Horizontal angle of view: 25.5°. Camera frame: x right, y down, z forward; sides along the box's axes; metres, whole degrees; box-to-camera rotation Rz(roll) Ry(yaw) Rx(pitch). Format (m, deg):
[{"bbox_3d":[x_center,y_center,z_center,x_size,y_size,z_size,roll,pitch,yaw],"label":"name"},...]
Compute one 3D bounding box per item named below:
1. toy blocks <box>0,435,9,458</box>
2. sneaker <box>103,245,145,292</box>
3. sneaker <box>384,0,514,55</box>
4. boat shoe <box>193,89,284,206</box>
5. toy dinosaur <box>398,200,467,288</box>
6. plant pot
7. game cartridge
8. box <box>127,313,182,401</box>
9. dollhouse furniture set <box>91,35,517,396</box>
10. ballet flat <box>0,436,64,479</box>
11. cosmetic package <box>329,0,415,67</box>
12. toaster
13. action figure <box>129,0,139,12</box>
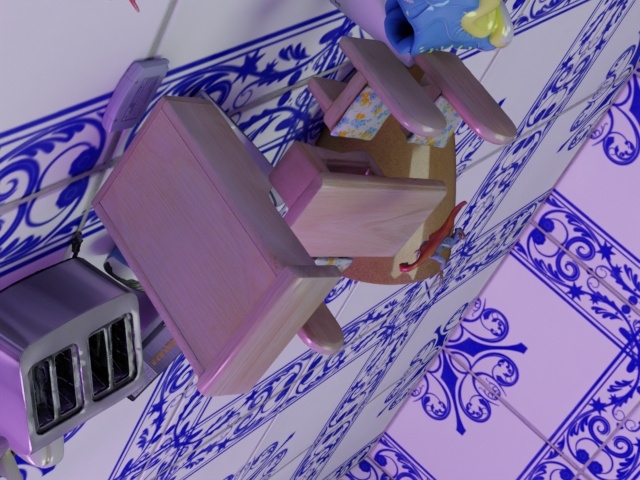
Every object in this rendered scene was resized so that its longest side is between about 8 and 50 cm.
[{"bbox_3d":[-0.387,0.249,1.339,0.260,0.288,0.309,-26,152,-39],"label":"toy blocks"},{"bbox_3d":[-0.185,-0.003,1.677,0.081,0.080,0.211,-64,169,27],"label":"sneaker"},{"bbox_3d":[0.125,-0.235,1.454,0.126,0.091,0.240,-26,164,5],"label":"sneaker"},{"bbox_3d":[-0.110,-0.083,1.632,0.088,0.096,0.267,-41,162,0],"label":"boat shoe"},{"bbox_3d":[0.119,0.004,1.550,0.082,0.047,0.090,-24,123,-45],"label":"toy dinosaur"},{"bbox_3d":[0.086,-0.111,1.916,0.237,0.237,0.254,-31,141,-46],"label":"plant pot"},{"bbox_3d":[-0.187,-0.146,1.419,0.083,0.017,0.056,-56,166,28],"label":"game cartridge"},{"bbox_3d":[-0.165,0.090,1.842,0.231,0.056,0.183,-45,-179,15],"label":"box"},{"bbox_3d":[0.000,0.000,1.510,0.394,0.256,0.362,1,136,-48],"label":"dollhouse furniture set"},{"bbox_3d":[-0.379,0.254,1.667,0.342,0.124,0.116,-52,164,13],"label":"ballet flat"},{"bbox_3d":[0.130,-0.349,1.554,0.224,0.138,0.224,-43,164,-13],"label":"cosmetic package"},{"bbox_3d":[-0.286,0.117,1.529,0.168,0.110,0.186,-30,133,-39],"label":"toaster"},{"bbox_3d":[-0.135,-0.290,1.055,0.280,0.091,0.139,-48,152,0],"label":"action figure"}]
